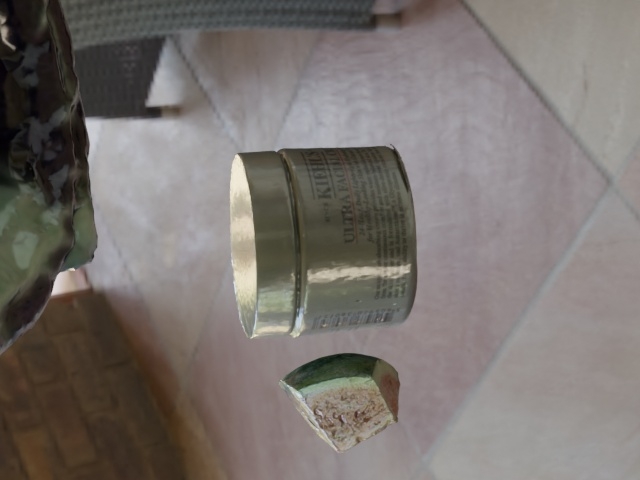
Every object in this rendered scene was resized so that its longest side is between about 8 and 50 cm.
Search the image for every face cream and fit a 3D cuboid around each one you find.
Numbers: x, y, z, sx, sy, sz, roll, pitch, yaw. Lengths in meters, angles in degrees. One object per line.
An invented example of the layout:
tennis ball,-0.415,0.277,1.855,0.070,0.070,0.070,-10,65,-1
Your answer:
face cream,0.000,0.000,1.091,0.177,0.153,0.177,175,90,-79

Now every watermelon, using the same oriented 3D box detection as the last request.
watermelon,0.015,0.118,0.871,0.084,0.092,0.072,-33,70,29

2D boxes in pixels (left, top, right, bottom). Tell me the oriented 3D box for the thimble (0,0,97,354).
thimble,-0.190,-0.046,0.411,0.150,0.237,0.237,-4,96,23
